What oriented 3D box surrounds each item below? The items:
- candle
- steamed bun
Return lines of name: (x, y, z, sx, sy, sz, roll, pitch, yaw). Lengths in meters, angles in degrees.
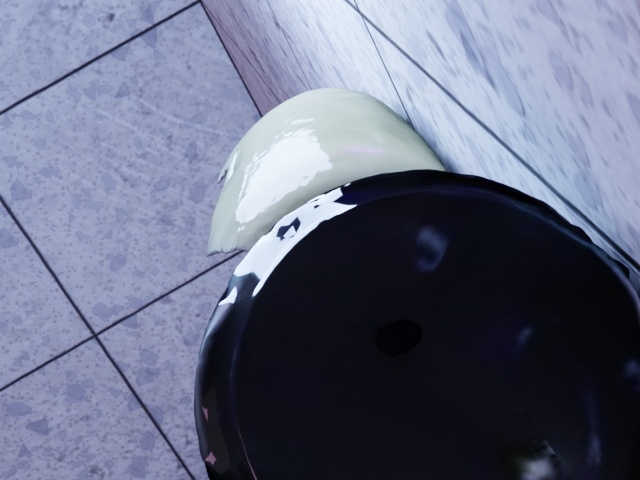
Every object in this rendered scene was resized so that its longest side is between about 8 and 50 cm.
candle: (0.051, 0.085, 0.755, 0.221, 0.221, 0.342, 60, 177, 6)
steamed bun: (0.000, 0.000, 0.989, 0.225, 0.170, 0.200, -114, 27, -66)
